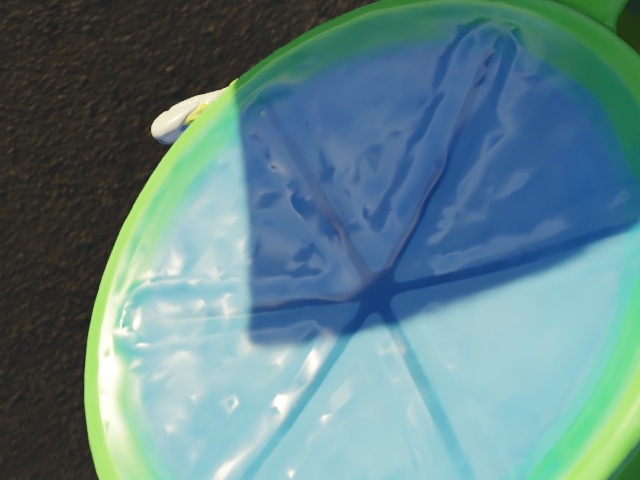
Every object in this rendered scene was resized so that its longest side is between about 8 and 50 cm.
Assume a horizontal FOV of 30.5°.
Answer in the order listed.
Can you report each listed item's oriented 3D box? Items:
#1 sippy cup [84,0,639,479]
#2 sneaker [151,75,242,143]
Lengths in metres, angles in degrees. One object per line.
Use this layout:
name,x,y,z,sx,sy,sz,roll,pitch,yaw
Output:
sippy cup,0.066,0.059,0.466,0.305,0.240,0.224,-33,139,14
sneaker,-0.126,-0.158,1.681,0.091,0.240,0.126,0,114,52
